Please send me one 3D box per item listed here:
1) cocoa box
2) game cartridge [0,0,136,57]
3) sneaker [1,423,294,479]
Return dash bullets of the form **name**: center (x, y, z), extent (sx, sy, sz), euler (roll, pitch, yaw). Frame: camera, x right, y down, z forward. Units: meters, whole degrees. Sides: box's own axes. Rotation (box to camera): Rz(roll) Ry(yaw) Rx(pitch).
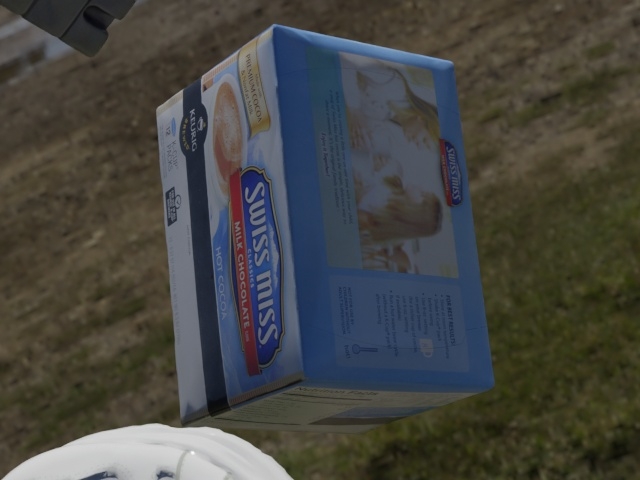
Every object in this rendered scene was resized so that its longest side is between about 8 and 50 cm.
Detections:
- **cocoa box**: center (0.000, 0.000, 1.437), extent (0.231, 0.347, 0.228), euler (6, -20, -34)
- **game cartridge**: center (-0.154, -0.329, 1.050), extent (0.355, 0.230, 0.068), euler (-51, 39, 10)
- **sneaker**: center (-0.032, 0.129, 0.444), extent (0.232, 0.090, 0.115), euler (17, 23, 29)
